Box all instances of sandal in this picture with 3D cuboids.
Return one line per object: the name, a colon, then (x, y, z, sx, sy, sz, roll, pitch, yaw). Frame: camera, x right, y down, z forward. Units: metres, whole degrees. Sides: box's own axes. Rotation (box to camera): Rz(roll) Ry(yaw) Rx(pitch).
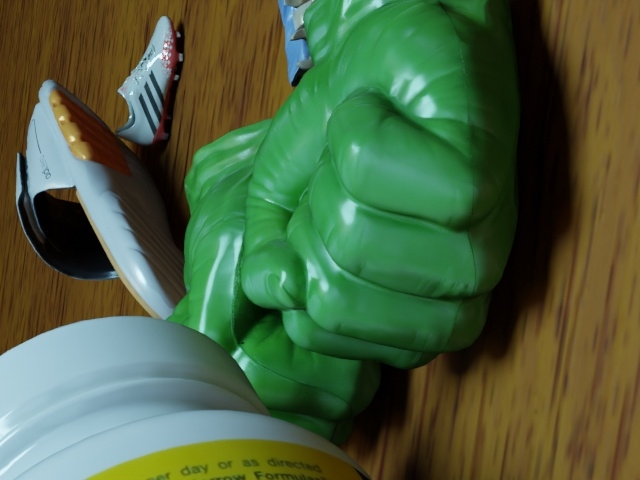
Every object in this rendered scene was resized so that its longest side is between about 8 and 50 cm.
sandal: (-0.141, -0.009, 1.082, 0.076, 0.102, 0.265, -41, 34, 7)

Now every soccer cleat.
soccer cleat: (-0.110, -0.101, 1.140, 0.029, 0.035, 0.083, -149, 67, -67)

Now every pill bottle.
pill bottle: (-0.029, 0.179, 0.598, 0.334, 0.187, 0.188, 56, 136, 47)

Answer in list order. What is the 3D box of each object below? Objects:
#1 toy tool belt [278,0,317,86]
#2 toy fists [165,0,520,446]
toy tool belt: (-0.002, -0.093, 0.842, 0.052, 0.051, 0.083, 123, 146, -50)
toy fists: (0.000, 0.000, 0.754, 0.279, 0.096, 0.142, 135, 135, -56)
